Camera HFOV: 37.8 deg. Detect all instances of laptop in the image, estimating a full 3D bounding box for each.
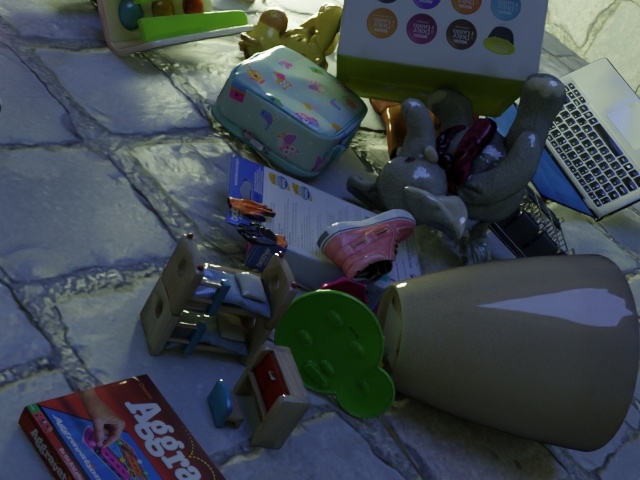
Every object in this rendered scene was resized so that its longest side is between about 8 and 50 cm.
[{"bbox_3d":[0.563,-0.262,2.057,0.236,0.408,0.382,71,-7,-60],"label":"laptop"}]

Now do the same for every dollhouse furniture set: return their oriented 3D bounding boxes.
[{"bbox_3d":[-0.094,0.106,1.003,0.129,0.129,0.184,12,34,-32],"label":"dollhouse furniture set"}]

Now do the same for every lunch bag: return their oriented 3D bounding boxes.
[{"bbox_3d":[-0.043,-0.215,1.582,0.224,0.108,0.279,37,29,3],"label":"lunch bag"}]

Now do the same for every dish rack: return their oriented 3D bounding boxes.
[{"bbox_3d":[0.375,-0.047,1.723,0.208,0.074,0.271,46,21,-13],"label":"dish rack"}]

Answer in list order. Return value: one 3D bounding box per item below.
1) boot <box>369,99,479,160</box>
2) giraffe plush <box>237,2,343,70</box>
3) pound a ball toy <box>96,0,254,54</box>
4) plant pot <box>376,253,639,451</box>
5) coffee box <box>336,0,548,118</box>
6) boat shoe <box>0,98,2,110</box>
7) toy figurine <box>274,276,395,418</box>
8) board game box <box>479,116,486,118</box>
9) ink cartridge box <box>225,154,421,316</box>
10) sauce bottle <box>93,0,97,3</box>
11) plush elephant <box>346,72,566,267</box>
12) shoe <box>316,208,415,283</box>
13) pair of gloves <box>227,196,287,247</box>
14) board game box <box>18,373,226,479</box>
[{"bbox_3d":[0.235,-0.220,1.877,0.264,0.096,0.280,18,32,-24],"label":"boot"},{"bbox_3d":[-0.065,-0.376,1.796,0.170,0.181,0.210,20,64,1],"label":"giraffe plush"},{"bbox_3d":[-0.246,-0.449,1.633,0.135,0.208,0.319,-1,17,35],"label":"pound a ball toy"},{"bbox_3d":[0.215,0.129,1.188,0.274,0.256,0.256,7,34,-12],"label":"plant pot"},{"bbox_3d":[0.213,-0.429,1.688,0.337,0.334,0.338,9,-2,0],"label":"coffee box"},{"bbox_3d":[-0.470,-0.190,1.192,0.125,0.046,0.038,31,22,-20],"label":"boat shoe"},{"bbox_3d":[0.035,0.114,1.160,0.173,0.130,0.159,52,18,-8],"label":"toy figurine"},{"bbox_3d":[0.296,-0.396,2.259,0.390,0.050,0.390,2,40,-43],"label":"board game box"},{"bbox_3d":[0.000,0.000,1.333,0.311,0.065,0.186,24,31,-18],"label":"ink cartridge box"},{"bbox_3d":[-0.338,-0.466,1.680,0.111,0.111,0.344,42,28,18],"label":"sauce bottle"},{"bbox_3d":[0.189,-0.116,1.474,0.255,0.330,0.272,5,5,-39],"label":"plush elephant"},{"bbox_3d":[0.081,0.012,1.280,0.178,0.063,0.081,-11,53,-43],"label":"shoe"},{"bbox_3d":[-0.083,-0.023,1.221,0.074,0.010,0.083,12,40,-34],"label":"pair of gloves"},{"bbox_3d":[-0.141,0.244,0.850,0.281,0.027,0.145,46,30,25],"label":"board game box"}]
